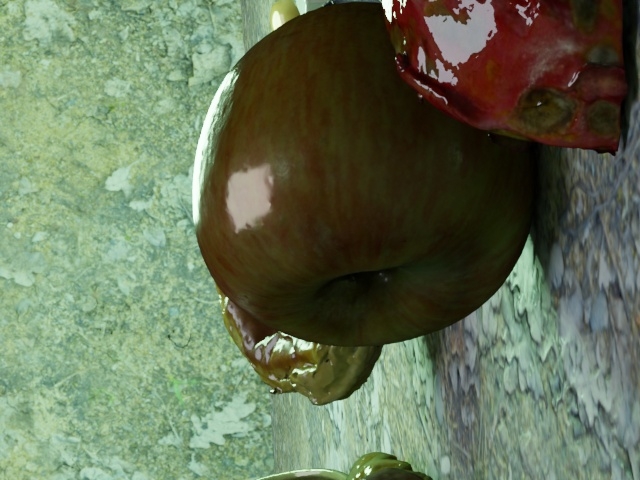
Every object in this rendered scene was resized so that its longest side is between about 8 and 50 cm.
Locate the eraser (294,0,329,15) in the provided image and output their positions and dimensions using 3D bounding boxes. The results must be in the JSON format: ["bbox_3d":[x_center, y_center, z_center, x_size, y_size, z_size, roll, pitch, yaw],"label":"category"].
[{"bbox_3d":[-0.003,-0.392,2.263,0.095,0.052,0.225,-108,16,-59],"label":"eraser"}]

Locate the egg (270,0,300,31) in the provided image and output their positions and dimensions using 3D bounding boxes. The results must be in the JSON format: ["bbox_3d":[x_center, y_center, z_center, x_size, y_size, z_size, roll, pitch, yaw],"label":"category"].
[{"bbox_3d":[-0.027,-0.287,2.399,0.080,0.080,0.096,-128,27,-78],"label":"egg"}]

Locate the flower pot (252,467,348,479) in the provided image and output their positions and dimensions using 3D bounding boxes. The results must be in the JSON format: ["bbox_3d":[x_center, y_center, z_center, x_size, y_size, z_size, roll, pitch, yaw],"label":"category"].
[{"bbox_3d":[-0.051,0.444,2.188,0.307,0.307,0.244,-130,21,-79],"label":"flower pot"}]

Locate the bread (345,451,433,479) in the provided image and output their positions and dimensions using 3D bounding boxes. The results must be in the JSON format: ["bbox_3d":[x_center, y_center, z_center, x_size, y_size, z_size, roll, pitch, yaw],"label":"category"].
[{"bbox_3d":[0.074,0.295,1.856,0.232,0.088,0.128,-161,60,-77],"label":"bread"}]

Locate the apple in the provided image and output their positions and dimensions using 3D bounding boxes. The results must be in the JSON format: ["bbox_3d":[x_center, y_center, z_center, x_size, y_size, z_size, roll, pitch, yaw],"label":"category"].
[{"bbox_3d":[0.032,-0.058,1.331,0.264,0.264,0.264,177,90,-83],"label":"apple"}]

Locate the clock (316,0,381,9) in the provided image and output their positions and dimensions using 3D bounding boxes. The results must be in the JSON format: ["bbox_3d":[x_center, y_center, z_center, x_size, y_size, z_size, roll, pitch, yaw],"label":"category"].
[{"bbox_3d":[0.035,-0.186,1.957,0.193,0.073,0.144,-155,62,-82],"label":"clock"}]

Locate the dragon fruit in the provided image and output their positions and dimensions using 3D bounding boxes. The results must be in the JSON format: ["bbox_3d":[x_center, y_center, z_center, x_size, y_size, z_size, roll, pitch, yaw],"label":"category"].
[{"bbox_3d":[0.109,-0.205,1.111,0.262,0.134,0.211,-101,13,-47],"label":"dragon fruit"}]

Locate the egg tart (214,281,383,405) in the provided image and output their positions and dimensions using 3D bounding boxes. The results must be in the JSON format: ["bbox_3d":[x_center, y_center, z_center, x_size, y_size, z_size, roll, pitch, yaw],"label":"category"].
[{"bbox_3d":[0.000,0.000,1.839,0.352,0.150,0.351,17,109,59],"label":"egg tart"}]

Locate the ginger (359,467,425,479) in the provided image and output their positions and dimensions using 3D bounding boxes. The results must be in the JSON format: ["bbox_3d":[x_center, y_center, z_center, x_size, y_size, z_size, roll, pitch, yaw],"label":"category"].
[{"bbox_3d":[0.067,0.354,1.613,0.244,0.155,0.304,157,109,-85],"label":"ginger"}]
